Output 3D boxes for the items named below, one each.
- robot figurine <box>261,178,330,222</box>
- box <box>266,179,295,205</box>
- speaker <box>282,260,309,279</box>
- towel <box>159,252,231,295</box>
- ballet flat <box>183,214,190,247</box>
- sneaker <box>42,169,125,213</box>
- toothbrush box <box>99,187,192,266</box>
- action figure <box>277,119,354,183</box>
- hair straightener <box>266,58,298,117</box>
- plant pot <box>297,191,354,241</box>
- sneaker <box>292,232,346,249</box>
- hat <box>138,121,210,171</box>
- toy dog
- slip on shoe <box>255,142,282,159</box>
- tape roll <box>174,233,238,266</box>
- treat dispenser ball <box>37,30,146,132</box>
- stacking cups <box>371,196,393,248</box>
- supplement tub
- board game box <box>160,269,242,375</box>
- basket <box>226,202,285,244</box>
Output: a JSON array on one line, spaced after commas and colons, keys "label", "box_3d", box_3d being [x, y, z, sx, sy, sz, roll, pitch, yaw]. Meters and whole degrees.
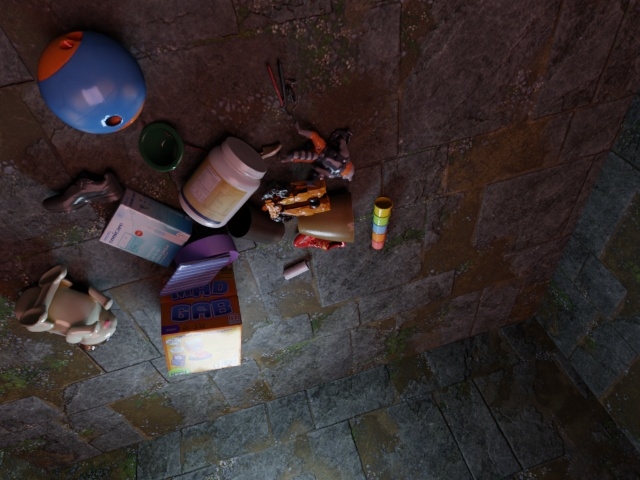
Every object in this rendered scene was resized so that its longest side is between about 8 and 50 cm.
[{"label": "robot figurine", "box_3d": [-0.111, -0.172, 1.808, 0.291, 0.085, 0.211, -8, 140, 7]}, {"label": "box", "box_3d": [-0.165, -0.199, 1.890, 0.059, 0.054, 0.169, -38, 133, 17]}, {"label": "speaker", "box_3d": [-0.131, 0.159, 2.258, 0.136, 0.055, 0.055, -26, 136, 4]}, {"label": "towel", "box_3d": [-0.566, 0.151, 1.869, 0.243, 0.040, 0.336, -12, 160, -41]}, {"label": "ballet flat", "box_3d": [-0.604, -0.042, 1.879, 0.057, 0.049, 0.173, -2, 134, -20]}, {"label": "sneaker", "box_3d": [-0.907, -0.194, 1.588, 0.286, 0.109, 0.130, -20, 131, -15]}, {"label": "toothbrush box", "box_3d": [-0.722, -0.048, 1.749, 0.295, 0.126, 0.216, 29, 119, -29]}, {"label": "action figure", "box_3d": [-0.010, -0.316, 1.754, 0.330, 0.178, 0.341, 16, 125, -22]}, {"label": "hair straightener", "box_3d": [-0.125, -0.561, 1.551, 0.089, 0.047, 0.230, -20, 137, -1]}, {"label": "plant pot", "box_3d": [0.024, -0.102, 1.960, 0.254, 0.237, 0.237, -3, 135, 1]}, {"label": "sneaker", "box_3d": [0.000, 0.000, 2.103, 0.279, 0.118, 0.107, -7, 134, -15]}, {"label": "hat", "box_3d": [-0.558, -0.350, 1.612, 0.208, 0.183, 0.173, 43, 106, 0]}, {"label": "toy dog", "box_3d": [-1.135, 0.361, 1.915, 0.395, 0.284, 0.408, -23, 138, 21]}, {"label": "slip on shoe", "box_3d": [-0.223, -0.367, 1.710, 0.135, 0.051, 0.041, -25, 125, 13]}, {"label": "tape roll", "box_3d": [-0.519, 0.073, 1.906, 0.275, 0.090, 0.275, -23, 167, -6]}, {"label": "treat dispenser ball", "box_3d": [-0.679, -0.469, 1.253, 0.288, 0.288, 0.288, -11, 136, -11]}, {"label": "stacking cups", "box_3d": [0.309, -0.085, 2.175, 0.096, 0.096, 0.316, -12, 141, -10]}, {"label": "supplement tub", "box_3d": [-0.382, -0.228, 1.651, 0.228, 0.228, 0.316, 28, 118, -39]}, {"label": "board game box", "box_3d": [-0.597, 0.408, 2.104, 0.357, 0.356, 0.356, -4, 134, -17]}, {"label": "basket", "box_3d": [-0.283, -0.066, 1.894, 0.227, 0.204, 0.154, 21, 112, -46]}]
